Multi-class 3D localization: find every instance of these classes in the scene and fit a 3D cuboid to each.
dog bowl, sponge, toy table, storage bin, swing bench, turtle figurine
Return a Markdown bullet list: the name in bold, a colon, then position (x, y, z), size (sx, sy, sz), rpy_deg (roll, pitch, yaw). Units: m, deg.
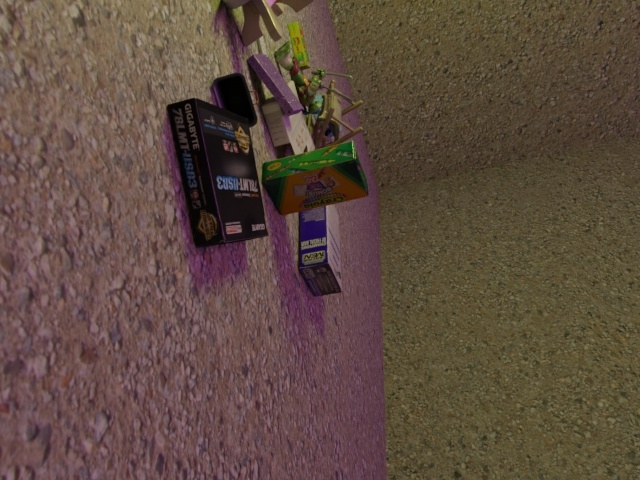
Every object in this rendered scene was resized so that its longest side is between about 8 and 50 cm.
- **dog bowl**: position (0.033, -0.592, 2.654), size (0.297, 0.074, 0.166), rpy_deg (29, 52, -73)
- **sponge**: position (-0.136, -0.484, 1.737), size (0.210, 0.031, 0.117), rpy_deg (53, 22, -6)
- **toy table**: position (-0.162, -0.682, 1.591), size (0.161, 0.252, 0.274), rpy_deg (48, 38, -35)
- **storage bin**: position (-0.205, -0.355, 1.410), size (0.091, 0.098, 0.135), rpy_deg (-97, 171, -68)
- **swing bench**: position (0.033, -0.461, 2.259), size (0.165, 0.254, 0.253), rpy_deg (32, 34, -21)
- **turtle figurine**: position (-0.027, -0.606, 2.029), size (0.266, 0.274, 0.198), rpy_deg (47, 50, -28)

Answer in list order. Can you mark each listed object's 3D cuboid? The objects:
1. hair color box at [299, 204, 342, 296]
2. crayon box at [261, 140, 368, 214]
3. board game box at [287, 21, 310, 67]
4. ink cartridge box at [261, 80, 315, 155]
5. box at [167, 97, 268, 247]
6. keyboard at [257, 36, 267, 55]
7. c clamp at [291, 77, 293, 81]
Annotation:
- **hair color box**: position (0.000, 0.000, 1.945), size (0.185, 0.110, 0.339), rpy_deg (65, 17, -50)
- **crayon box**: position (-0.013, -0.179, 1.648), size (0.165, 0.278, 0.081), rpy_deg (62, 20, -51)
- **board game box**: position (-0.090, -0.828, 2.388), size (0.092, 0.043, 0.181), rpy_deg (-41, 119, -75)
- **ink cartridge box**: position (-0.103, -0.378, 1.902), size (0.296, 0.066, 0.261), rpy_deg (-76, 151, -61)
- **box**: position (-0.212, -0.140, 1.235), size (0.295, 0.073, 0.294), rpy_deg (-12, 90, -76)
- **keyboard**: position (-0.192, -0.644, 1.862), size (0.072, 0.014, 0.256), rpy_deg (-34, 113, -76)
- **c clamp**: position (-0.089, -0.635, 2.280), size (0.137, 0.022, 0.161), rpy_deg (-46, 124, -75)
